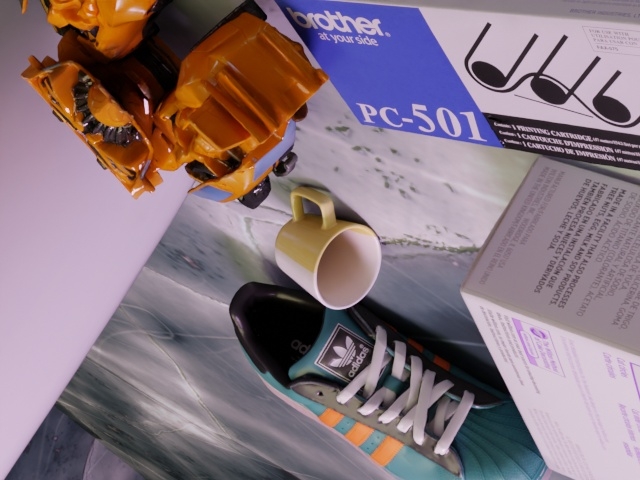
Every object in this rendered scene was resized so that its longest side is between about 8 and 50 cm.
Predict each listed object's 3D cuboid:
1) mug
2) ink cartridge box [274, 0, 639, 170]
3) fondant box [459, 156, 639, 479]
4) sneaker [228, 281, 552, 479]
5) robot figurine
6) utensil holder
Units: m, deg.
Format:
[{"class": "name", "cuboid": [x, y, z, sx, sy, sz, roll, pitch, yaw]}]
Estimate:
[{"class": "mug", "cuboid": [0.002, 0.002, 0.939, 0.062, 0.078, 0.064, 5, -166, -42]}, {"class": "ink cartridge box", "cuboid": [0.082, -0.084, 0.580, 0.207, 0.046, 0.097, 15, 154, 43]}, {"class": "fondant box", "cuboid": [0.259, 0.099, 0.687, 0.330, 0.096, 0.238, 22, 159, 32]}, {"class": "sneaker", "cuboid": [0.044, 0.121, 1.070, 0.302, 0.108, 0.121, 22, 164, 32]}, {"class": "robot figurine", "cuboid": [-0.099, -0.097, 0.733, 0.211, 0.085, 0.291, 48, 165, -6]}, {"class": "utensil holder", "cuboid": [-0.316, 0.022, 0.961, 0.328, 0.385, 0.327, 29, 161, 11]}]
